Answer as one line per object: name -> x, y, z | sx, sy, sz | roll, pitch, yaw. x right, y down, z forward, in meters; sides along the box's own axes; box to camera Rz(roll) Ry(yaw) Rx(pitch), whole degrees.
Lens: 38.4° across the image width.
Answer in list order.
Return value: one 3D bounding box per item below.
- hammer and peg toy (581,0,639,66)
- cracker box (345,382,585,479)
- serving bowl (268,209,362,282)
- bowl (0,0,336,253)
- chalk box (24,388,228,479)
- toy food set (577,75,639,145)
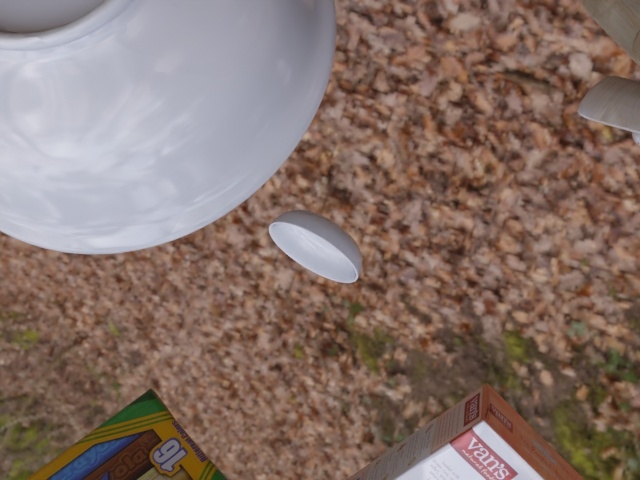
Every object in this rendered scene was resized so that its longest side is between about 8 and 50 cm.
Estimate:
hammer and peg toy -> 0.329, -0.225, 0.711 | 0.127, 0.265, 0.361 | 15, -147, -18
cracker box -> 0.122, 0.261, 0.871 | 0.156, 0.232, 0.067 | 44, -155, -9
serving bowl -> 0.000, 0.000, 0.748 | 0.083, 0.027, 0.083 | 27, 160, 11
bowl -> -0.144, -0.151, 0.566 | 0.298, 0.297, 0.134 | 16, 166, 13
chalk box -> -0.224, 0.334, 0.948 | 0.179, 0.289, 0.180 | 41, 156, 38
toy food set -> 0.414, -0.054, 0.886 | 0.306, 0.092, 0.220 | 21, -175, -41
